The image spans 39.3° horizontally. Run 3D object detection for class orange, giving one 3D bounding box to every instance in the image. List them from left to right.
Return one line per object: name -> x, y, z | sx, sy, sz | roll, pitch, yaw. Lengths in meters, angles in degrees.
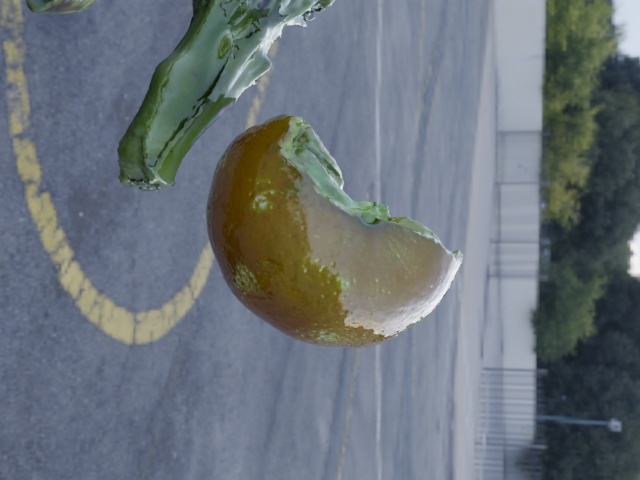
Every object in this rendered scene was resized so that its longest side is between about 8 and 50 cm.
orange -> -0.001, 0.006, 0.799 | 0.158, 0.237, 0.179 | -53, -172, -21

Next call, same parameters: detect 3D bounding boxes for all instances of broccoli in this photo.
broccoli -> -0.092, -0.178, 0.772 | 0.165, 0.146, 0.304 | 72, 39, -69

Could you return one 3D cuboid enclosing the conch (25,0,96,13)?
conch -> -0.334, -0.381, 1.142 | 0.124, 0.187, 0.181 | -19, 106, -41
